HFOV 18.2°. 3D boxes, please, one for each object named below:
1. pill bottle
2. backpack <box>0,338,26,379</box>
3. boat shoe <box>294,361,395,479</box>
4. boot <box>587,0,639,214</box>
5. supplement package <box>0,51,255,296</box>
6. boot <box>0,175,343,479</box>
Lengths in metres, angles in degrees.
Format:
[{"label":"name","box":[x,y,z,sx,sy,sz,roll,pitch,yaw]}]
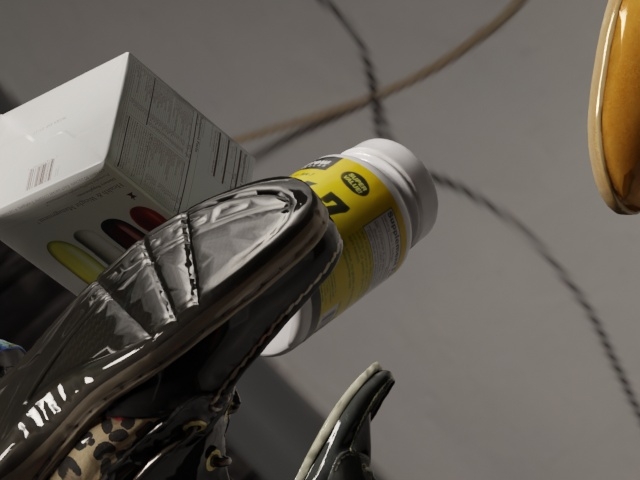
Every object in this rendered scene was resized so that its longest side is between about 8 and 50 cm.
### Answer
[{"label":"pill bottle","box":[0.000,0.000,1.652,0.119,0.208,0.119,21,127,30]},{"label":"backpack","box":[-0.297,0.129,1.675,0.084,0.114,0.105,13,100,18]},{"label":"boat shoe","box":[0.016,0.224,1.850,0.079,0.233,0.084,26,169,9]},{"label":"boot","box":[0.282,-0.137,1.085,0.211,0.295,0.104,10,158,37]},{"label":"supplement package","box":[-0.211,-0.053,2.071,0.194,0.149,0.203,-21,135,34]},{"label":"boot","box":[-0.073,0.163,1.332,0.377,0.138,0.284,-44,116,4]}]
